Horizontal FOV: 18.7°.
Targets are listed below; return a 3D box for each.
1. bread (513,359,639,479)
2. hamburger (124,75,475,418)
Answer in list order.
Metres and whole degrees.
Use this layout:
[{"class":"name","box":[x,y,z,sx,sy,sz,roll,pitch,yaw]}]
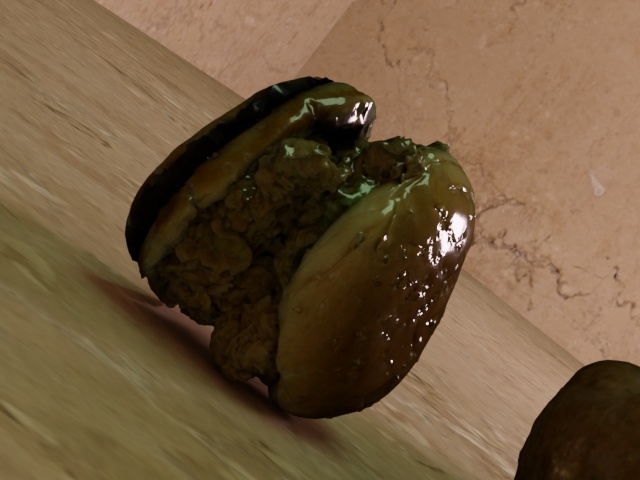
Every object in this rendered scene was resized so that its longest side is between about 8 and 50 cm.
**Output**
[{"class":"bread","box":[0.182,0.162,0.916,0.230,0.123,0.230,42,1,-1]},{"class":"hamburger","box":[0.000,0.000,0.925,0.131,0.159,0.185,42,-14,23]}]
